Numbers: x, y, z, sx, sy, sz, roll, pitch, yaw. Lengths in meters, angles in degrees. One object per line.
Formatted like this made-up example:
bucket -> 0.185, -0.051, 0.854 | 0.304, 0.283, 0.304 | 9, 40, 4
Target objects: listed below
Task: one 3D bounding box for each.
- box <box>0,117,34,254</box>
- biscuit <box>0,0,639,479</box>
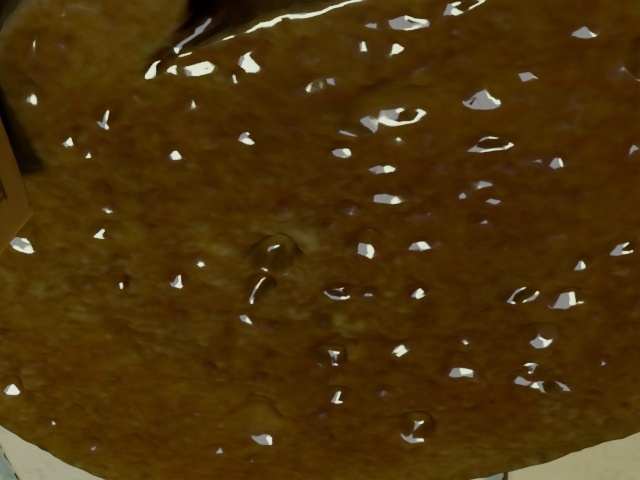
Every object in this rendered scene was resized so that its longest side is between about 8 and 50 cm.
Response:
box -> -0.183, -0.065, 0.353 | 0.076, 0.174, 0.274 | 4, 129, 19
biscuit -> 0.001, -0.007, 0.551 | 0.394, 0.070, 0.350 | -15, 136, 24
